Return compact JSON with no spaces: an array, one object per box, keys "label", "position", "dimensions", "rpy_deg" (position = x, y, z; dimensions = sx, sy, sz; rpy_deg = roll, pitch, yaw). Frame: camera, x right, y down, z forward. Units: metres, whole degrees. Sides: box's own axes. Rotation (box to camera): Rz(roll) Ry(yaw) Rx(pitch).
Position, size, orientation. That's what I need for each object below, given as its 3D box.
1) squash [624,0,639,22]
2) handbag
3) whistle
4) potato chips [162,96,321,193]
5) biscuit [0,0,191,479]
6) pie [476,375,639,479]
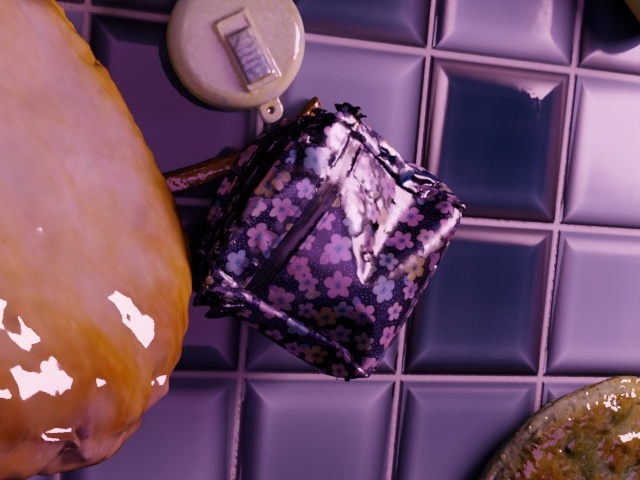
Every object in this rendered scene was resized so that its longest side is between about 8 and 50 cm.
[{"label":"squash","position":[0.323,-0.299,0.934],"dimensions":[0.287,0.137,0.137],"rpy_deg":[38,84,-6]},{"label":"handbag","position":[0.000,0.000,0.844],"dimensions":[0.208,0.127,0.228],"rpy_deg":[35,83,-20]},{"label":"whistle","position":[-0.096,-0.223,0.824],"dimensions":[0.126,0.067,0.258],"rpy_deg":[-29,101,-11]},{"label":"potato chips","position":[-0.085,-0.079,0.865],"dimensions":[0.204,0.026,0.037],"rpy_deg":[-26,99,-12]},{"label":"biscuit","position":[-0.253,-0.049,0.644],"dimensions":[0.104,0.429,0.446],"rpy_deg":[-26,107,22]},{"label":"pie","position":[0.297,0.310,1.005],"dimensions":[0.323,0.070,0.323],"rpy_deg":[-2,97,-15]}]
